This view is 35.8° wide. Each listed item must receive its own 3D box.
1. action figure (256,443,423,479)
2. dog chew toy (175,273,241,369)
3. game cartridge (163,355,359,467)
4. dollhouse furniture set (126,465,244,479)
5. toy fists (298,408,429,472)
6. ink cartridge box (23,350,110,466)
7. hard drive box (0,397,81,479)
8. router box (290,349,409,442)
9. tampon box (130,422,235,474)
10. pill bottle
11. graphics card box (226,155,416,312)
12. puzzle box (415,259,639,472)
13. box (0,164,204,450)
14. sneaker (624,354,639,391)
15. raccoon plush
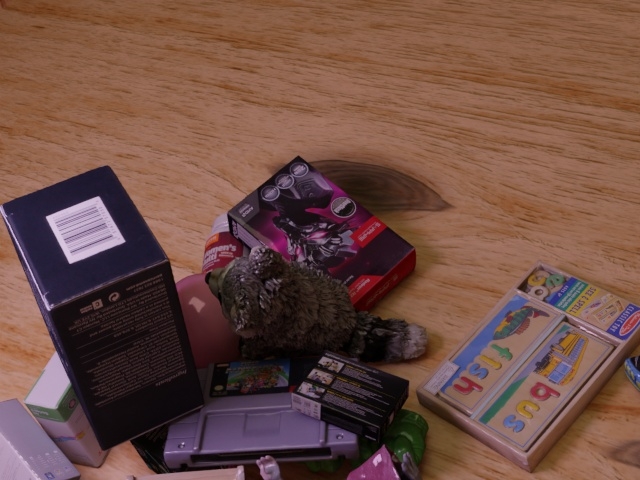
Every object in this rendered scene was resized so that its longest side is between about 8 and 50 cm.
[{"bbox_3d":[0.031,0.509,1.717,0.370,0.275,0.248,-28,35,19],"label":"action figure"},{"bbox_3d":[-0.321,0.201,2.114,0.332,0.206,0.206,-21,43,9],"label":"dog chew toy"},{"bbox_3d":[-0.103,0.316,1.865,0.355,0.068,0.230,-5,41,6],"label":"game cartridge"},{"bbox_3d":[-0.217,0.575,1.685,0.198,0.286,0.303,-4,57,-3],"label":"dollhouse furniture set"},{"bbox_3d":[0.062,0.375,1.872,0.279,0.096,0.142,7,50,24],"label":"toy fists"},{"bbox_3d":[-0.489,0.336,2.019,0.093,0.212,0.154,4,47,25],"label":"ink cartridge box"},{"bbox_3d":[-0.587,0.452,1.920,0.232,0.181,0.089,40,27,27],"label":"hard drive box"},{"bbox_3d":[0.055,0.280,1.804,0.179,0.046,0.133,18,40,22],"label":"router box"},{"bbox_3d":[-0.268,0.412,1.931,0.161,0.120,0.101,23,57,35],"label":"tampon box"},{"bbox_3d":[-0.209,0.046,2.279,0.121,0.121,0.221,-9,44,10],"label":"pill bottle"},{"bbox_3d":[0.000,0.000,2.194,0.233,0.094,0.371,-40,65,-21],"label":"graphics card box"},{"bbox_3d":[0.416,0.230,1.925,0.272,0.052,0.409,28,60,37],"label":"puzzle box"},{"bbox_3d":[-0.385,0.122,1.780,0.212,0.395,0.293,-24,46,-17],"label":"box"},{"bbox_3d":[0.627,0.270,1.799,0.078,0.067,0.188,-28,41,0],"label":"sneaker"},{"bbox_3d":[0.004,0.115,1.901,0.447,0.299,0.216,-1,77,-4],"label":"raccoon plush"}]
